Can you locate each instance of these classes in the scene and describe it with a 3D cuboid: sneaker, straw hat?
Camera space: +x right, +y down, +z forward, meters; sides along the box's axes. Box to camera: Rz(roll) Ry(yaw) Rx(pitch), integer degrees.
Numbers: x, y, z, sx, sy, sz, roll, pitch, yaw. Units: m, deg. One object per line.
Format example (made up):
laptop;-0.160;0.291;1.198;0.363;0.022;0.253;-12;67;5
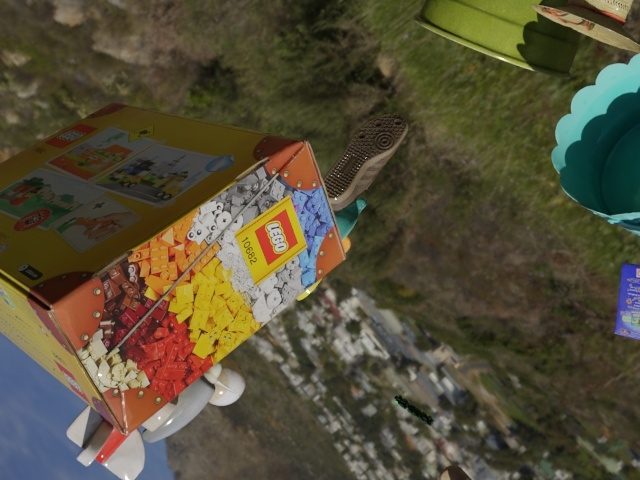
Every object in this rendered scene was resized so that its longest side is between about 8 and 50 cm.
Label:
sneaker;0.068;-0.126;1.213;0.066;0.188;0.071;42;170;19
straw hat;0.328;-0.277;0.883;0.145;0.061;0.144;22;-166;-6

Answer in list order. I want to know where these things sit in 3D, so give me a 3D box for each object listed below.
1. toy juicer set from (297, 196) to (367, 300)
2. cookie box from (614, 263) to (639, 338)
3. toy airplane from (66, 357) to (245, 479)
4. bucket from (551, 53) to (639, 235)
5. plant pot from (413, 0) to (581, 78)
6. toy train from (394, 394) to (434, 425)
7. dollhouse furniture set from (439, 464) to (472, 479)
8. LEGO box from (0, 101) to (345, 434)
toy juicer set;0.000;0.000;1.446;0.089;0.329;0.209;42;147;-12
cookie box;0.484;0.091;1.091;0.092;0.040;0.107;11;97;56
toy airplane;-0.272;0.249;1.338;0.272;0.384;0.386;20;-140;-12
bucket;0.540;-0.140;1.216;0.183;0.281;0.281;24;-167;-44
plant pot;0.432;-0.575;1.588;0.367;0.353;0.366;17;-157;-8
toy train;0.159;0.290;1.276;0.083;0.017;0.023;31;162;37
dollhouse furniture set;0.104;0.406;1.054;0.161;0.242;0.212;47;-171;16
LEGO box;-0.281;-0.008;1.051;0.500;0.372;0.193;19;137;45
